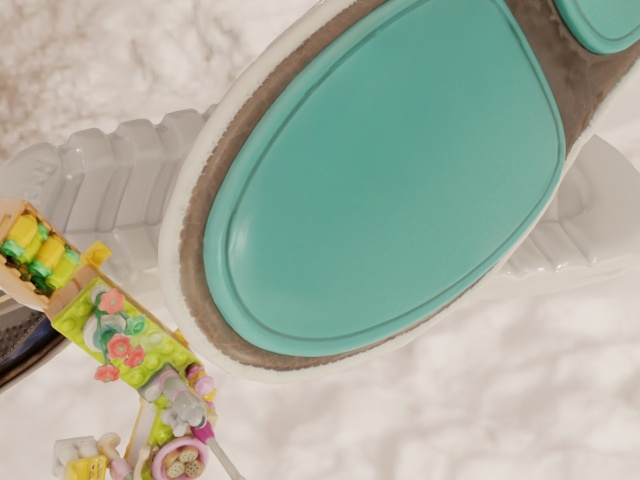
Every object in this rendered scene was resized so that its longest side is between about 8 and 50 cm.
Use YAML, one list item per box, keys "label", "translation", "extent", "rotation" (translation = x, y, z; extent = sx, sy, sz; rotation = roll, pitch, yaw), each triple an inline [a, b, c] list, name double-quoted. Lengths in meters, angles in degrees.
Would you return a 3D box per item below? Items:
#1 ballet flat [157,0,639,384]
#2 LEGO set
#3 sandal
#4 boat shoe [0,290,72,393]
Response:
- label: "ballet flat"
  translation: [0.060, -0.086, 0.654]
  extent: [0.139, 0.139, 0.400]
  rotation: [10, 48, 48]
- label: "LEGO set"
  translation: [-0.097, 0.107, 0.804]
  extent: [0.132, 0.287, 0.107]
  rotation: [-16, 35, -22]
- label: "sandal"
  translation: [-0.001, -0.012, 0.949]
  extent: [0.416, 0.102, 0.169]
  rotation: [0, 50, -6]
- label: "boat shoe"
  translation: [-0.335, 0.111, 1.346]
  extent: [0.324, 0.116, 0.096]
  rotation: [-35, 39, 6]
